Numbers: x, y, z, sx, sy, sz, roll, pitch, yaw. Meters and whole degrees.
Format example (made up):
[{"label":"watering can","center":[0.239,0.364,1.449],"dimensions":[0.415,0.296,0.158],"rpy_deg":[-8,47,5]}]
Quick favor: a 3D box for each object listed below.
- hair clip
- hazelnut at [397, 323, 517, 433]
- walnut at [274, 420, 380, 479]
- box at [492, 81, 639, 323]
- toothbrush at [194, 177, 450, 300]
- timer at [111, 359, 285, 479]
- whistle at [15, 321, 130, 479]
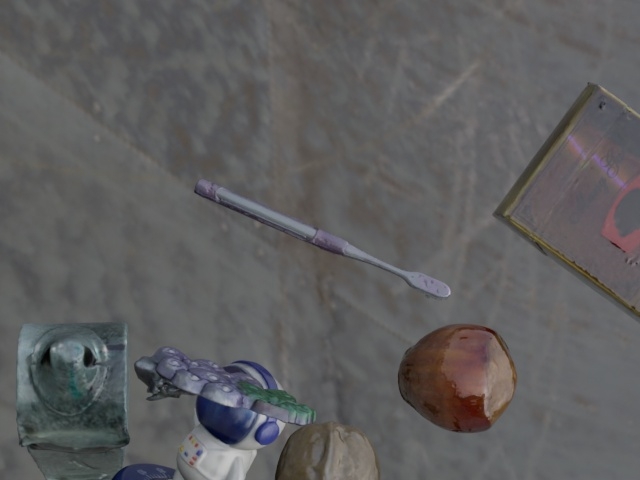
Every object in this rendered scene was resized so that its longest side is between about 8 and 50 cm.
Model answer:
[{"label":"hair clip","center":[-0.100,0.160,1.275],"dimensions":[0.124,0.195,0.052],"rpy_deg":[-45,151,-81]},{"label":"hazelnut","center":[0.093,0.094,0.852],"dimensions":[0.086,0.086,0.086],"rpy_deg":[41,37,-40]},{"label":"walnut","center":[0.009,0.316,1.632],"dimensions":[0.140,0.140,0.162],"rpy_deg":[31,59,-48]},{"label":"box","center":[0.303,-0.016,1.160],"dimensions":[0.240,0.159,0.071],"rpy_deg":[37,3,-3]},{"label":"toothbrush","center":[0.000,0.000,1.554],"dimensions":[0.024,0.354,0.029],"rpy_deg":[-63,167,-17]},{"label":"timer","center":[-0.178,0.356,1.891],"dimensions":[0.270,0.383,0.270],"rpy_deg":[27,10,-5]},{"label":"whistle","center":[-0.384,0.282,1.972],"dimensions":[0.188,0.168,0.405],"rpy_deg":[-102,-167,-56]}]
